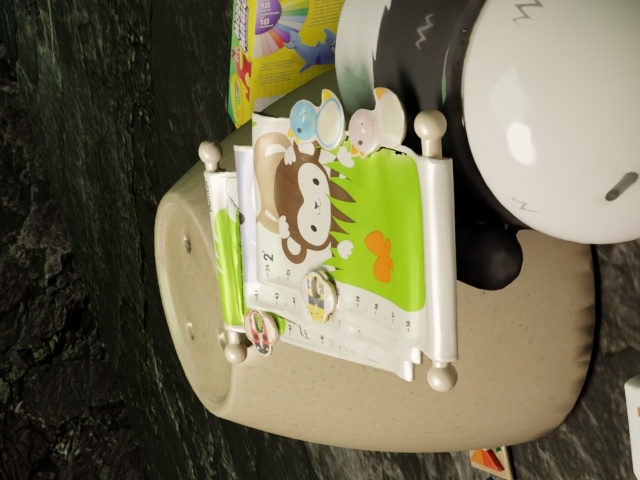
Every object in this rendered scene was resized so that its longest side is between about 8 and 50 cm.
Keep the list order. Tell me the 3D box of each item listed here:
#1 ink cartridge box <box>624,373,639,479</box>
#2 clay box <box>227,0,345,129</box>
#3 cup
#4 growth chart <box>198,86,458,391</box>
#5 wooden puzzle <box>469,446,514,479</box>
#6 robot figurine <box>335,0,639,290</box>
[{"bbox_3d":[0.244,0.180,0.737,0.145,0.045,0.179,-152,52,-64],"label":"ink cartridge box"},{"bbox_3d":[-0.005,-0.186,1.007,0.222,0.127,0.053,98,150,-45],"label":"clay box"},{"bbox_3d":[0.013,0.021,0.934,0.331,0.237,0.331,167,90,-67],"label":"cup"},{"bbox_3d":[0.000,0.000,0.710,0.237,0.021,0.171,3,106,53],"label":"growth chart"},{"bbox_3d":[0.137,0.166,1.047,0.078,0.014,0.116,172,83,-70],"label":"wooden puzzle"},{"bbox_3d":[0.117,-0.098,0.695,0.278,0.174,0.209,32,137,62],"label":"robot figurine"}]
